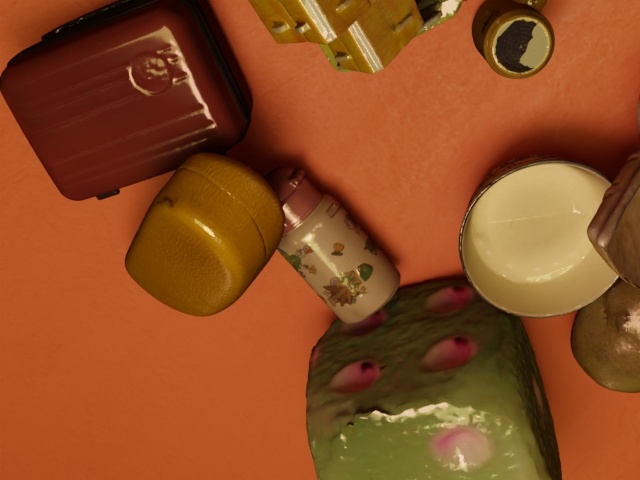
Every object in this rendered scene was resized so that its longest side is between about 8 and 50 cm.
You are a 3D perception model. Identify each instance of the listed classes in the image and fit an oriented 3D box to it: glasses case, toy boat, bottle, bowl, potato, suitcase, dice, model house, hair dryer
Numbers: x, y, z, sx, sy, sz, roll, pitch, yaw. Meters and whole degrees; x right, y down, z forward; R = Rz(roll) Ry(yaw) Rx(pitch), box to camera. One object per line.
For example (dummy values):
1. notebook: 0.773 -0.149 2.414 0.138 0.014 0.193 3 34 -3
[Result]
1. glasses case: -0.156 -0.004 1.344 0.173 0.141 0.371 39 155 -4
2. toy boat: 0.449 -0.054 1.253 0.111 0.293 0.276 12 158 48
3. bottle: 0.000 0.000 1.419 0.120 0.120 0.253 -35 108 24
4. bowl: 0.305 -0.019 1.346 0.238 0.126 0.237 0 112 0
5. potato: 0.482 0.117 1.397 0.174 0.159 0.251 10 137 -28
6. suitcase: -0.261 -0.201 1.316 0.297 0.161 0.236 -16 117 17
7. dice: 0.168 0.272 1.430 0.330 0.322 0.318 -17 115 15
8. model house: -0.040 -0.289 1.141 0.340 0.323 0.300 -25 112 20
9. hair dryer: 0.285 -0.338 1.188 0.090 0.135 0.278 25 110 -7
